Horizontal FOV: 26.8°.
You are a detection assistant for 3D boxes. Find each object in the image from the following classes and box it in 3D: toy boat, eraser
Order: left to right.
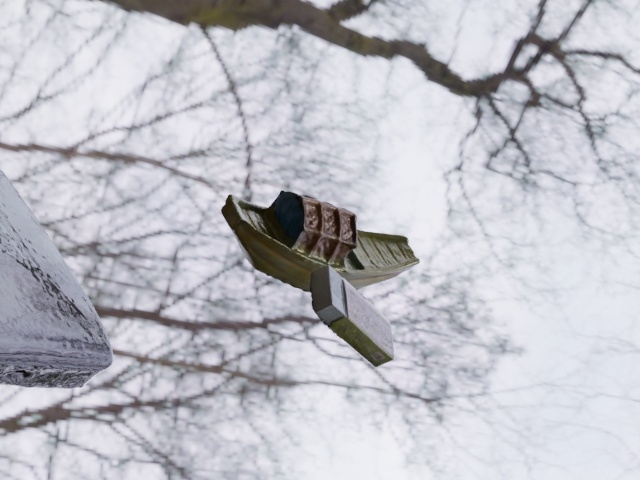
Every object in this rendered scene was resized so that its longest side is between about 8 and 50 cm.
[{"bbox_3d":[0.000,0.000,1.021,0.066,0.172,0.065,-55,-140,25],"label":"toy boat"},{"bbox_3d":[0.023,0.053,0.939,0.019,0.083,0.038,-23,-132,22],"label":"eraser"}]

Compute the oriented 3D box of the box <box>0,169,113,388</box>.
[{"bbox_3d":[-0.335,0.009,1.210,0.073,0.289,0.290,-41,-110,13],"label":"box"}]
